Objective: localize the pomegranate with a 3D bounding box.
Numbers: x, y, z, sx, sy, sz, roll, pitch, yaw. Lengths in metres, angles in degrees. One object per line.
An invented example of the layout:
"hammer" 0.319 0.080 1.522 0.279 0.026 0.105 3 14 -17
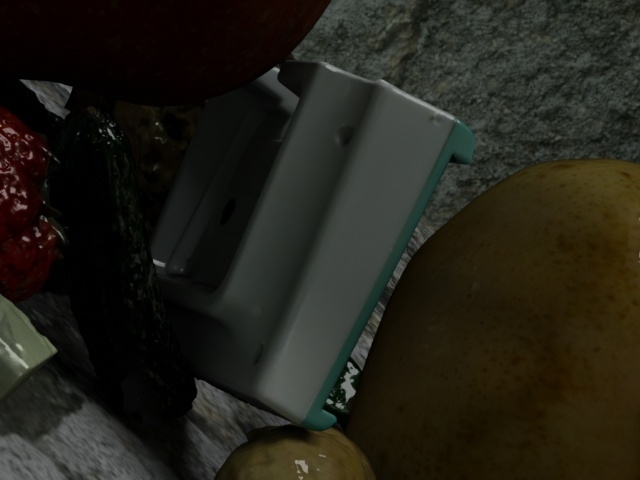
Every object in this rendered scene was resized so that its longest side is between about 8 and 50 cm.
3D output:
"pomegranate" 0.211 0.144 1.412 0.416 0.416 0.416 45 9 -9

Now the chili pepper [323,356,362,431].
"chili pepper" -0.003 0.115 1.656 0.224 0.061 0.098 46 16 -13

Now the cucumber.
"cucumber" -0.134 0.016 1.209 0.067 0.067 0.245 -121 -164 -53

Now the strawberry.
"strawberry" -0.225 -0.014 1.110 0.131 0.148 0.131 41 -38 44

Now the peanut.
"peanut" -0.011 0.192 1.183 0.117 0.101 0.263 17 20 -14

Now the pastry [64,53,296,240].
"pastry" -0.092 -0.094 1.563 0.193 0.275 0.275 -3 44 -42

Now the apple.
"apple" -0.141 -0.239 1.232 0.348 0.277 0.348 8 22 -3

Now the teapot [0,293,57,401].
"teapot" -0.226 0.003 0.996 0.200 0.107 0.077 46 12 -1

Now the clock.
"clock" -0.036 -0.008 1.310 0.116 0.231 0.262 29 -6 -22

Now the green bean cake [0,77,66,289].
"green bean cake" -0.234 -0.060 1.306 0.185 0.094 0.183 44 9 16
